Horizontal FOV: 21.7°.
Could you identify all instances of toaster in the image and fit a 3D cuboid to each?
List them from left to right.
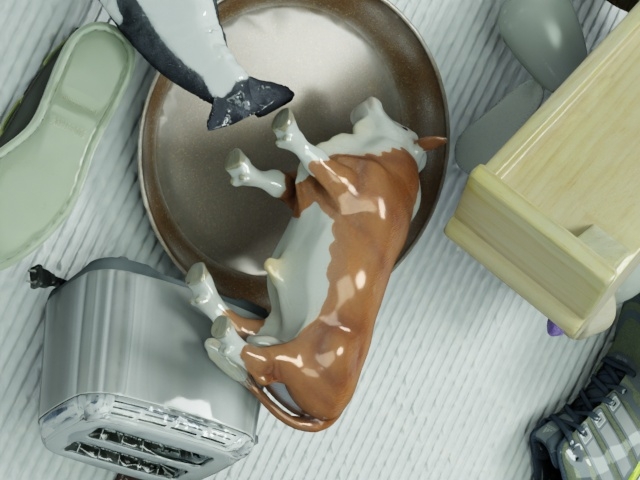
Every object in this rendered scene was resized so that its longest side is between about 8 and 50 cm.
[{"bbox_3d":[-0.147,0.112,1.404,0.227,0.129,0.146,22,55,-31],"label":"toaster"}]

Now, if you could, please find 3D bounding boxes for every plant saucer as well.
[{"bbox_3d":[-0.026,-0.087,1.500,0.311,0.050,0.310,-6,104,-26],"label":"plant saucer"}]

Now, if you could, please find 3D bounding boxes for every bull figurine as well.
[{"bbox_3d":[0.000,0.000,1.403,0.188,0.101,0.310,27,67,-35],"label":"bull figurine"}]

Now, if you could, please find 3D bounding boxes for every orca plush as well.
[{"bbox_3d":[-0.122,-0.216,1.377,0.151,0.102,0.287,-42,84,-7],"label":"orca plush"}]

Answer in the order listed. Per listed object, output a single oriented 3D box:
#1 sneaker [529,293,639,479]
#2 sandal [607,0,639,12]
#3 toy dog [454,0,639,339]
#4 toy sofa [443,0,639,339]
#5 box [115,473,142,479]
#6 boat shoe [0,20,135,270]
[{"bbox_3d":[0.284,0.190,1.688,0.121,0.111,0.299,17,90,-25],"label":"sneaker"},{"bbox_3d":[0.244,-0.300,1.596,0.219,0.060,0.090,29,94,-19],"label":"sandal"},{"bbox_3d":[0.243,-0.070,1.613,0.220,0.161,0.333,1,85,-24],"label":"toy dog"},{"bbox_3d":[0.278,-0.093,1.479,0.150,0.177,0.362,40,70,10],"label":"toy sofa"},{"bbox_3d":[-0.100,0.316,1.454,0.167,0.203,0.168,24,90,-29],"label":"box"},{"bbox_3d":[-0.228,-0.076,1.384,0.081,0.069,0.227,33,84,-17],"label":"boat shoe"}]
